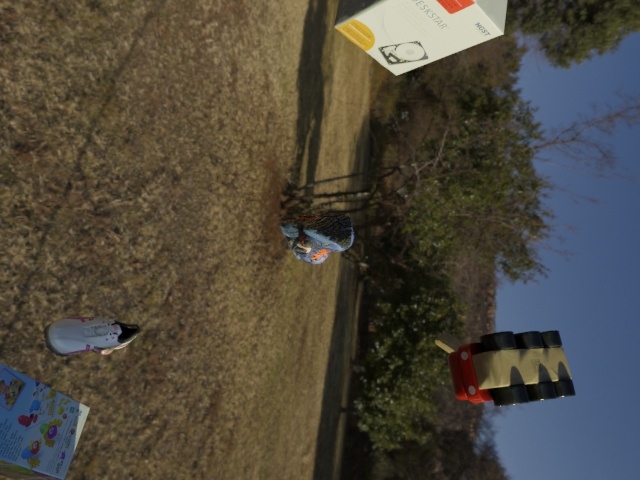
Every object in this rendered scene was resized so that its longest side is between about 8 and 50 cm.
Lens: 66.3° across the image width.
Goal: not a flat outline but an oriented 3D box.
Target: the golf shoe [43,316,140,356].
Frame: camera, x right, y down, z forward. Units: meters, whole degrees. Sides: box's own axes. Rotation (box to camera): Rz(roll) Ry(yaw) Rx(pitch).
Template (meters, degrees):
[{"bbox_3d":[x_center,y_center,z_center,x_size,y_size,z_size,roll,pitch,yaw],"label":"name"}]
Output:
[{"bbox_3d":[-0.407,0.163,0.880,0.186,0.085,0.068,32,35,-72],"label":"golf shoe"}]

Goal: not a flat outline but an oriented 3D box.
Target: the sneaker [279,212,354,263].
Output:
[{"bbox_3d":[0.000,0.000,0.882,0.221,0.083,0.087,11,-61,67],"label":"sneaker"}]

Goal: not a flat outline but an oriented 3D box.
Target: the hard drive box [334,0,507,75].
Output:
[{"bbox_3d":[0.170,-0.400,0.847,0.181,0.232,0.089,21,73,-38],"label":"hard drive box"}]

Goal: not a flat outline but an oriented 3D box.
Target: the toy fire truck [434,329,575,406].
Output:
[{"bbox_3d":[0.309,0.233,0.936,0.246,0.217,0.159,-32,-120,50],"label":"toy fire truck"}]

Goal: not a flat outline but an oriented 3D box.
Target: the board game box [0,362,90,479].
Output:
[{"bbox_3d":[-0.591,0.330,0.894,0.275,0.142,0.144,63,26,-48],"label":"board game box"}]
